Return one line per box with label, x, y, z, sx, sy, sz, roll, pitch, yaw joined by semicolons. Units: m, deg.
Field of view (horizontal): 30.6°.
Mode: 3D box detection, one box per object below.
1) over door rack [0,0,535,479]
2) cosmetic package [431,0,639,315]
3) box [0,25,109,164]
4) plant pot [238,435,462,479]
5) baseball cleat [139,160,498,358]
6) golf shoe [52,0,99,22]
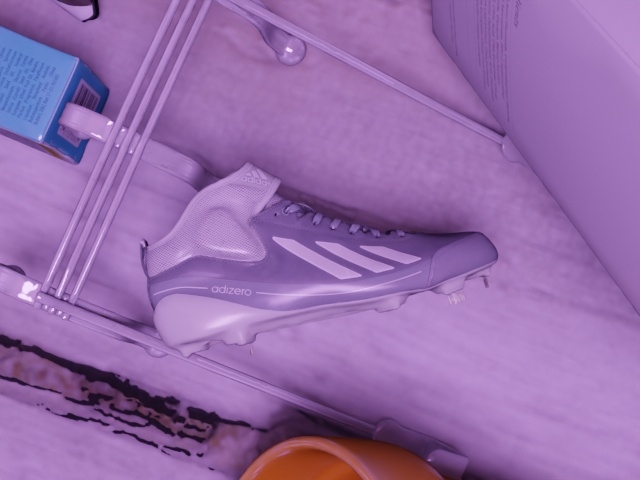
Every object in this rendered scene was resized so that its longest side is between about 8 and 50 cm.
over door rack;-0.017;-0.012;0.760;0.324;0.108;0.239;24;88;-11
cosmetic package;0.211;-0.097;0.616;0.197;0.155;0.365;-17;47;-8
box;-0.269;-0.128;0.769;0.244;0.100;0.060;23;86;3
plant pot;0.063;0.220;0.678;0.188;0.205;0.205;9;86;-35
baseball cleat;0.000;0.000;0.674;0.206;0.072;0.109;-13;88;-14
golf shoe;-0.110;-0.226;0.790;0.198;0.077;0.094;-34;97;6
